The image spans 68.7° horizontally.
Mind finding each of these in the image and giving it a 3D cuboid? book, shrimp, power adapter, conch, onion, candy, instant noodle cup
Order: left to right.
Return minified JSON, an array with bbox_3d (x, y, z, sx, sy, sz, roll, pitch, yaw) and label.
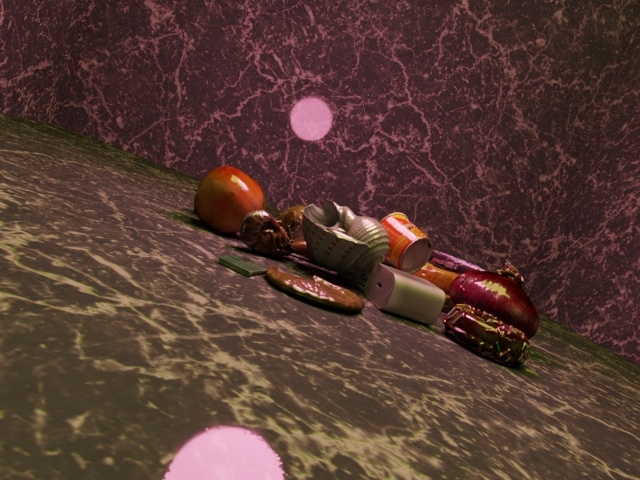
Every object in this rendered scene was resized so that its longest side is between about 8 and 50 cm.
[{"bbox_3d":[-0.205,0.065,1.249,0.103,0.017,0.135,24,6,15],"label":"book"},{"bbox_3d":[-0.145,-0.011,1.591,0.116,0.145,0.343,8,-13,36],"label":"shrimp"},{"bbox_3d":[0.069,0.004,1.625,0.303,0.215,0.319,-4,27,-46],"label":"conch"},{"bbox_3d":[0.320,0.022,1.817,0.213,0.213,0.174,16,18,-42],"label":"instant noodle cup"},{"bbox_3d":[0.292,0.180,1.497,0.255,0.124,0.187,21,7,-18],"label":"power adapter"},{"bbox_3d":[0.607,0.111,2.102,0.312,0.061,0.088,24,0,39],"label":"candy"},{"bbox_3d":[0.670,0.217,1.765,0.347,0.285,0.347,32,1,0],"label":"onion"}]

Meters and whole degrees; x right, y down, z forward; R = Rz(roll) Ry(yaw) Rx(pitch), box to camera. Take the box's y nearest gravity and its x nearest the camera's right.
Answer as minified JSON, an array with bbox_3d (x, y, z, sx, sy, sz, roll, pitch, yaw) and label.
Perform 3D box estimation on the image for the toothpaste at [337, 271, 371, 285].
[{"bbox_3d":[0.226,0.151,1.726,0.336,0.081,0.067,23,4,15],"label":"toothpaste"}]

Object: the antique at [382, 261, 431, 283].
[{"bbox_3d":[0.303,0.160,1.862,0.309,0.093,0.087,22,6,-4],"label":"antique"}]

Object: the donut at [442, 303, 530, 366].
[{"bbox_3d":[0.507,0.284,1.428,0.269,0.103,0.270,23,5,-2],"label":"donut"}]

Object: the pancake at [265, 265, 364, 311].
[{"bbox_3d":[-0.013,0.130,1.280,0.288,0.033,0.286,21,6,-2],"label":"pancake"}]

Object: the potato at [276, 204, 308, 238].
[{"bbox_3d":[-0.120,-0.079,2.247,0.141,0.176,0.298,26,-20,-22],"label":"potato"}]

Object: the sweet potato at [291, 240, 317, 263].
[{"bbox_3d":[0.035,0.062,1.826,0.341,0.092,0.114,18,-16,-38],"label":"sweet potato"}]

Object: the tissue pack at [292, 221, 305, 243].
[{"bbox_3d":[0.000,0.000,1.961,0.222,0.090,0.186,21,-29,-13],"label":"tissue pack"}]

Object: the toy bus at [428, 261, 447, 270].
[{"bbox_3d":[0.564,0.188,2.363,0.116,0.134,0.234,25,2,32],"label":"toy bus"}]

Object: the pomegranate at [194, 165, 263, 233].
[{"bbox_3d":[-0.313,-0.132,1.678,0.270,0.229,0.252,30,-3,-9],"label":"pomegranate"}]

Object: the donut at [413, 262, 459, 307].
[{"bbox_3d":[0.496,0.186,2.066,0.299,0.150,0.317,20,5,7],"label":"donut"}]

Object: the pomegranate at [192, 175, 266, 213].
[{"bbox_3d":[-0.366,-0.166,1.918,0.285,0.231,0.231,6,7,-3],"label":"pomegranate"}]
